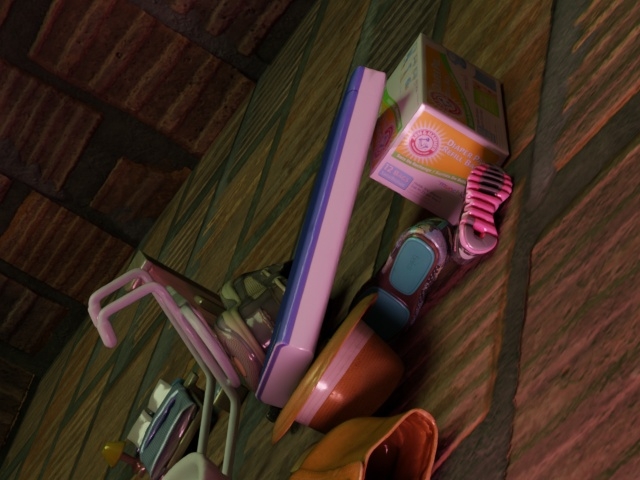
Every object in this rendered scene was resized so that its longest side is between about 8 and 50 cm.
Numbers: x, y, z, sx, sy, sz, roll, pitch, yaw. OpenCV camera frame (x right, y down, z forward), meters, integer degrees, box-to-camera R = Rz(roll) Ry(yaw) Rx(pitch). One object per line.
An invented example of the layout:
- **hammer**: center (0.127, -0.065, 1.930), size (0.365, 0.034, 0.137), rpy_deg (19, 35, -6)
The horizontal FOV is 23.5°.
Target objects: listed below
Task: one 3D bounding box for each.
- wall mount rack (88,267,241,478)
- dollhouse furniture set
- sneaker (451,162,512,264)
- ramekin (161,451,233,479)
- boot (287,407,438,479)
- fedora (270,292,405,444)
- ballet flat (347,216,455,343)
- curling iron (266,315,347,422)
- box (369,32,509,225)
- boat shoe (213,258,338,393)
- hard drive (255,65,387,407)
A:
- **wall mount rack**: center (-0.168, 0.185, 1.891), size (0.130, 0.304, 0.350), rpy_deg (-33, 9, -8)
- **dollhouse furniture set**: center (-0.237, 0.203, 2.176), size (0.303, 0.198, 0.286), rpy_deg (-60, 12, -1)
- **sneaker**: center (0.154, -0.025, 1.524), size (0.057, 0.047, 0.119), rpy_deg (117, 176, -53)
- **ramekin**: center (-0.132, 0.364, 1.531), size (0.277, 0.135, 0.277), rpy_deg (-55, 12, 19)
- **boot**: center (-0.012, 0.275, 1.334), size (0.295, 0.104, 0.211), rpy_deg (-60, 11, -22)
- **fedora**: center (0.028, 0.141, 1.512), size (0.194, 0.079, 0.194), rpy_deg (-55, -4, -6)
- **ballet flat**: center (0.088, 0.042, 1.579), size (0.188, 0.070, 0.070), rpy_deg (-53, 13, 47)
- **curling iron**: center (0.013, 0.131, 1.723), size (0.274, 0.035, 0.068), rpy_deg (-51, 8, 41)
- **box**: center (0.127, -0.124, 1.680), size (0.103, 0.114, 0.203), rpy_deg (-54, 14, 26)
- **boat shoe**: center (-0.041, 0.093, 1.890), size (0.130, 0.132, 0.355), rpy_deg (-32, 10, 5)
- **hard drive**: center (0.000, 0.000, 1.644), size (0.210, 0.040, 0.318), rpy_deg (112, 174, -67)
